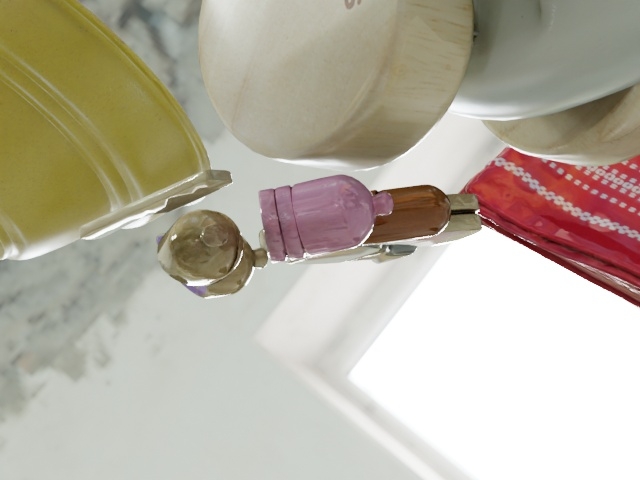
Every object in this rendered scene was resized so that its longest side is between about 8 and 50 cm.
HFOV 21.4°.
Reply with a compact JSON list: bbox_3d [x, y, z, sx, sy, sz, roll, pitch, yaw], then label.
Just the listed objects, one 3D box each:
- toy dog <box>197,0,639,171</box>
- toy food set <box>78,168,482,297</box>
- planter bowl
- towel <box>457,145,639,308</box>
[{"bbox_3d":[0.108,-0.141,0.475,0.333,0.161,0.220,-24,-16,18],"label":"toy dog"},{"bbox_3d":[0.000,0.000,0.460,0.122,0.019,0.078,1,-16,-44],"label":"toy food set"},{"bbox_3d":[-0.166,-0.054,0.820,0.090,0.217,0.217,-54,-19,-20],"label":"planter bowl"},{"bbox_3d":[0.221,-0.057,0.850,0.275,0.199,0.031,-44,-31,-29],"label":"towel"}]
